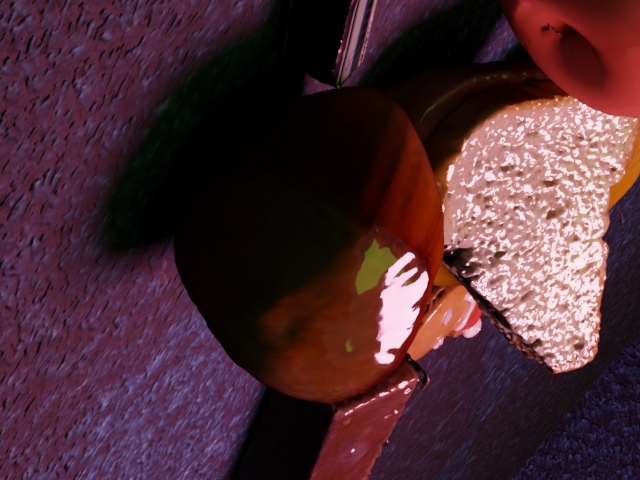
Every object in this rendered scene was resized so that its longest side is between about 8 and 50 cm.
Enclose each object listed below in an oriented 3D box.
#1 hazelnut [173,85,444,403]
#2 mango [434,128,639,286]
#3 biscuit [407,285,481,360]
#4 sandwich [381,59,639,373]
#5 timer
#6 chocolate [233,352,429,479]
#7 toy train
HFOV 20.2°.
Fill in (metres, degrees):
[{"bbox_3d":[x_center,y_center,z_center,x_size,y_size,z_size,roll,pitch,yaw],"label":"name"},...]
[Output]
[{"bbox_3d":[-0.010,-0.002,1.239,0.186,0.210,0.210,-17,150,-20],"label":"hazelnut"},{"bbox_3d":[0.183,-0.056,1.677,0.331,0.142,0.195,-34,148,-27],"label":"mango"},{"bbox_3d":[0.202,0.035,2.059,0.339,0.047,0.216,-38,157,-40],"label":"biscuit"},{"bbox_3d":[0.145,-0.013,1.499,0.254,0.099,0.288,-14,121,-37],"label":"sandwich"},{"bbox_3d":[0.249,-0.211,1.356,0.215,0.229,0.230,-50,164,-21],"label":"timer"},{"bbox_3d":[-0.013,0.209,1.780,0.112,0.112,0.321,-23,150,-40],"label":"chocolate"},{"bbox_3d":[0.021,-0.195,1.097,0.048,0.055,0.252,-41,161,-30],"label":"toy train"}]
